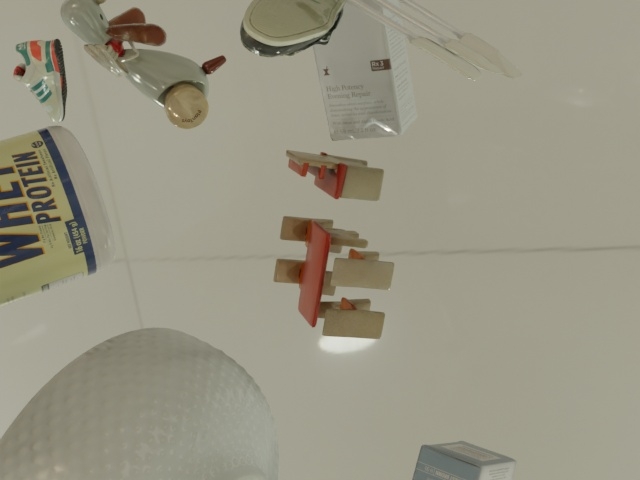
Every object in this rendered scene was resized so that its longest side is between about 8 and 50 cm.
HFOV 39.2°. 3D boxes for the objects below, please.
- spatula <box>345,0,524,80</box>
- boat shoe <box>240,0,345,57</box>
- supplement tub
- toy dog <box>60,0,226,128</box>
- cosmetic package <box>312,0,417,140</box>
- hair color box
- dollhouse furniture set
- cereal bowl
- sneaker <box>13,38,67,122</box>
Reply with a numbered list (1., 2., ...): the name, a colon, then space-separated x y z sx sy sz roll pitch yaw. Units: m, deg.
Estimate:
1. spatula: 0.111 -0.247 1.034 0.242 0.019 0.168 36 -148 21
2. boat shoe: -0.031 -0.239 1.022 0.084 0.079 0.233 30 -150 4
3. supplement tub: -0.493 -0.018 1.326 0.325 0.235 0.235 -21 -161 -20
4. toy dog: -0.307 -0.357 1.689 0.161 0.334 0.220 -47 -130 3
5. cosmetic package: 0.057 -0.265 1.274 0.117 0.231 0.085 -2 -155 25
6. hair color box: 0.202 0.532 1.492 0.114 0.374 0.185 14 178 32
7. dollhouse furniture set: 0.000 0.000 1.370 0.135 0.259 0.262 5 -166 -21
8. cereal bowl: -0.141 0.254 0.792 0.141 0.338 0.339 16 -153 29
9. sneaker: -0.448 -0.256 1.436 0.075 0.161 0.057 1 -128 -10
